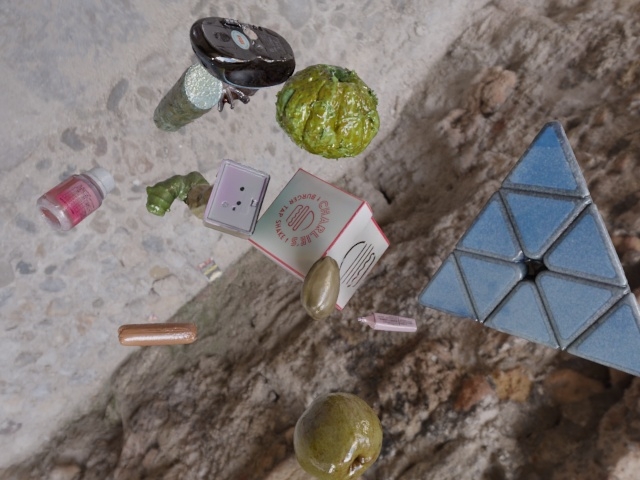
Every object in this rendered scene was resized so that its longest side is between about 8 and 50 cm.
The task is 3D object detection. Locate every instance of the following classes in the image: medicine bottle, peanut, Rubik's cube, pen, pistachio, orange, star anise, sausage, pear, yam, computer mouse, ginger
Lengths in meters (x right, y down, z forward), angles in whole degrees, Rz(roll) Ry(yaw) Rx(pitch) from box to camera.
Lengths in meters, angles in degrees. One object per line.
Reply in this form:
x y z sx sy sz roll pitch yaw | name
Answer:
-0.830 -0.150 1.739 0.247 0.147 0.147 -52 142 -40 | medicine bottle
-0.355 -0.123 1.696 0.120 0.298 0.136 -49 118 -21 | peanut
0.302 0.025 0.671 0.228 0.233 0.229 27 77 -1 | Rubik's cube
0.201 0.249 1.547 0.197 0.053 0.032 8 141 -19 | pen
0.004 0.136 1.444 0.126 0.108 0.185 8 93 -29 | pistachio
0.016 -0.360 1.382 0.301 0.300 0.223 -24 147 -48 | orange
-0.322 -0.537 1.754 0.257 0.198 0.110 -34 174 -14 | star anise
-0.612 0.353 1.915 0.289 0.086 0.086 2 120 -22 | sausage
0.044 0.502 1.280 0.228 0.211 0.188 -49 115 -5 | pear
-0.427 -0.424 1.576 0.133 0.330 0.133 11 72 -38 | yam
-0.162 -0.377 1.043 0.233 0.137 0.096 -3 153 -38 | computer mouse
-0.528 -0.177 1.890 0.290 0.089 0.137 -25 102 -50 | ginger

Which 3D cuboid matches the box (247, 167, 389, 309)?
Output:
0.000 0.000 1.720 0.314 0.312 0.300 -53 145 -8 | box

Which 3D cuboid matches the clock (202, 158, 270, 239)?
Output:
-0.237 -0.115 1.423 0.147 0.071 0.192 18 73 -13 | clock
